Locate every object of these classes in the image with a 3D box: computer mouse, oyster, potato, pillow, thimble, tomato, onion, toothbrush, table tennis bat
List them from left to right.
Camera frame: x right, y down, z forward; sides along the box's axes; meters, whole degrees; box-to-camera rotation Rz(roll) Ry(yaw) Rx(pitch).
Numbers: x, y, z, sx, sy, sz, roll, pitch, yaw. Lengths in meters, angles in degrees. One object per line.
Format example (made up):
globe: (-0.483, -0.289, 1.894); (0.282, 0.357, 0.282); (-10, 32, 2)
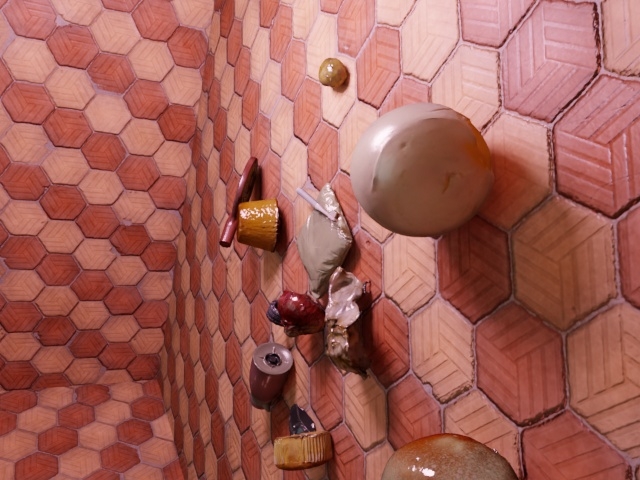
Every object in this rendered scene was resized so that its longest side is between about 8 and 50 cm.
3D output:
table tennis bat: (-0.329, -0.159, 2.265); (0.268, 0.051, 0.414); (107, 179, -62)
thimble: (-0.136, 0.262, 1.974); (0.095, 0.104, 0.066); (57, 134, 46)
onion: (-0.069, 0.240, 1.759); (0.147, 0.184, 0.184); (-53, 23, -16)
computer mouse: (-0.073, 0.635, 1.869); (0.192, 0.062, 0.105); (40, 123, 55)
toothbrush: (-0.014, -0.117, 1.742); (0.030, 0.025, 0.342); (-65, 27, 8)
pillow: (0.000, 0.002, 1.769); (0.280, 0.076, 0.274); (-62, 35, 39)
potato: (0.032, -0.534, 1.757); (0.138, 0.070, 0.091); (39, 121, 57)
oyster: (0.076, 0.214, 1.535); (0.197, 0.133, 0.337); (86, -176, -54)
tomato: (0.247, 0.534, 1.075); (0.303, 0.239, 0.303); (-17, 70, 58)

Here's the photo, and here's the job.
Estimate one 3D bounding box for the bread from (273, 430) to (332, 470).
bread: (-0.055, 0.656, 1.725); (0.191, 0.132, 0.114); (-14, 75, 31)

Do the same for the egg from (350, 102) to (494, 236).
egg: (0.203, -0.149, 1.181); (0.345, 0.283, 0.283); (-138, 55, -74)

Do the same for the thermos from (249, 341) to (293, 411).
thermos: (-0.204, 0.507, 2.052); (0.176, 0.146, 0.265); (58, 143, 38)

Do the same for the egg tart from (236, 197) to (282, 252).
egg tart: (-0.233, -0.058, 2.115); (0.215, 0.171, 0.215); (-178, 90, -78)
